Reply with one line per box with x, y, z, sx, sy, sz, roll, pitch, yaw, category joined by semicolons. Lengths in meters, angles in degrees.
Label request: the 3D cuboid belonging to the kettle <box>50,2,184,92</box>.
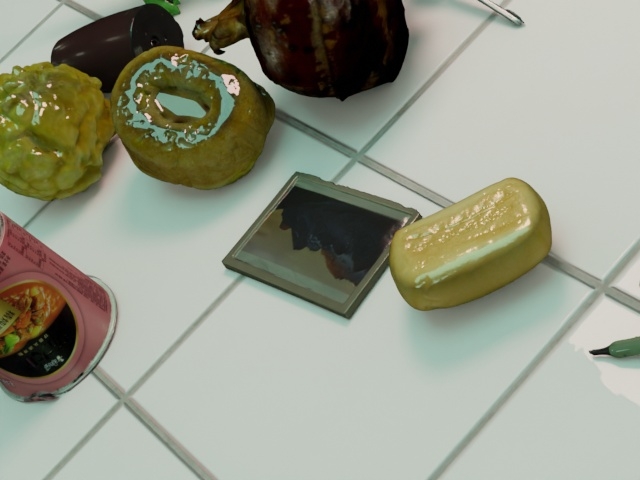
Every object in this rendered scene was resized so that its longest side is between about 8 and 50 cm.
-0.369;-0.350;2.321;0.232;0.144;0.202;-5;31;33;kettle

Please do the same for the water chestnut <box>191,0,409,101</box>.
-0.035;-0.368;1.964;0.346;0.335;0.335;-3;49;10;water chestnut

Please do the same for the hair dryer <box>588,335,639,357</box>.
0.379;0.119;1.478;0.150;0.047;0.071;-13;48;33;hair dryer

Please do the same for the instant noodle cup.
-0.467;0.083;1.908;0.244;0.255;0.244;-17;48;20;instant noodle cup

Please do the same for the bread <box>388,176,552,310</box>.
0.196;0.014;1.646;0.217;0.098;0.147;-22;43;12;bread

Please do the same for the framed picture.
0.000;-0.001;1.850;0.265;0.018;0.192;19;64;43;framed picture

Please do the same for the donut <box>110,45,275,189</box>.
-0.209;-0.194;2.023;0.261;0.128;0.209;14;76;17;donut

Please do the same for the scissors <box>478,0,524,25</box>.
0.192;-0.431;2.034;0.360;0.191;0.029;38;96;31;scissors

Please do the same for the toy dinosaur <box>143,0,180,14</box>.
-0.355;-0.594;2.317;0.499;0.374;0.144;16;48;-8;toy dinosaur

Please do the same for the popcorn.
-0.474;-0.184;2.194;0.225;0.249;0.249;-40;32;43;popcorn
